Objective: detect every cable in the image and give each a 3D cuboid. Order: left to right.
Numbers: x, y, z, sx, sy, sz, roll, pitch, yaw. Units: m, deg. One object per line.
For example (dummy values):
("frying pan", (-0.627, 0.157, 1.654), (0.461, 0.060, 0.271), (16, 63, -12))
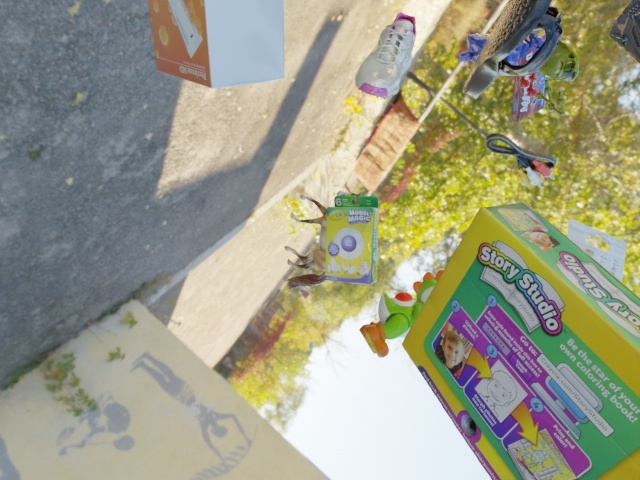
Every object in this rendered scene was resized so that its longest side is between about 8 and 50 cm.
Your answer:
("cable", (0.694, -0.278, 1.568), (0.139, 0.287, 0.072), (-25, -135, 51))

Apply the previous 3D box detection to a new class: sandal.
("sandal", (0.396, -0.394, 0.913), (0.446, 0.107, 0.167), (-28, 142, -83))

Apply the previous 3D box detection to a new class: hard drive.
("hard drive", (0.723, -0.451, 0.952), (0.054, 0.172, 0.255), (-42, 171, 7))

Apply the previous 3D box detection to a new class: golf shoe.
("golf shoe", (0.161, -0.448, 1.098), (0.306, 0.115, 0.140), (-65, 172, -45))

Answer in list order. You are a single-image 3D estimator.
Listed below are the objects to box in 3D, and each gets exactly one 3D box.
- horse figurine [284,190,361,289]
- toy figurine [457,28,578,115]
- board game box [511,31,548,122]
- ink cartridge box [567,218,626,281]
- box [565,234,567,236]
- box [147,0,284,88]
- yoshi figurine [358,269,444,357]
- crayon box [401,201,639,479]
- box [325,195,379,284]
("horse figurine", (0.000, 0.000, 1.106), (0.066, 0.175, 0.263), (5, 98, -65))
("toy figurine", (0.472, -0.461, 1.197), (0.362, 0.217, 0.191), (-98, -179, -46))
("board game box", (0.742, -0.569, 1.608), (0.145, 0.027, 0.281), (-28, 133, -12))
("ink cartridge box", (0.535, 0.095, 0.937), (0.066, 0.189, 0.232), (-18, -121, 62))
("box", (0.868, 0.064, 1.790), (0.244, 0.060, 0.100), (-26, -129, 53))
("box", (-0.194, -0.474, 0.822), (0.168, 0.215, 0.345), (-24, 128, -37))
("yoshi figurine", (0.316, 0.252, 1.434), (0.362, 0.203, 0.203), (-32, 135, -6))
("crayon box", (0.299, 0.178, 0.635), (0.106, 0.363, 0.313), (-5, 133, -30))
("box", (0.065, -0.004, 0.942), (0.043, 0.105, 0.179), (-1, 93, -64))
